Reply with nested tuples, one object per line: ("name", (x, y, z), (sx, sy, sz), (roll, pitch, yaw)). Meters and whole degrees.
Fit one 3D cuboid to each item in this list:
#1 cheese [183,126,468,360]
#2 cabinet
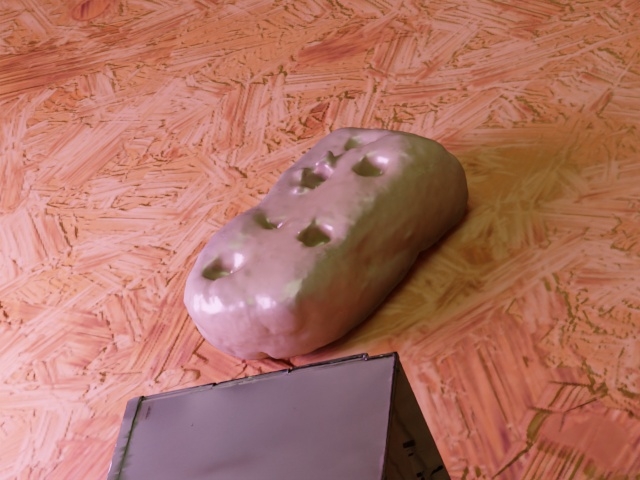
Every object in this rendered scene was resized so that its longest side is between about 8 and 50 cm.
("cheese", (-0.001, -0.001, 1.540), (0.159, 0.093, 0.263), (11, 47, 43))
("cabinet", (-0.026, 0.188, 1.236), (0.206, 0.145, 0.150), (-12, 34, 16))
